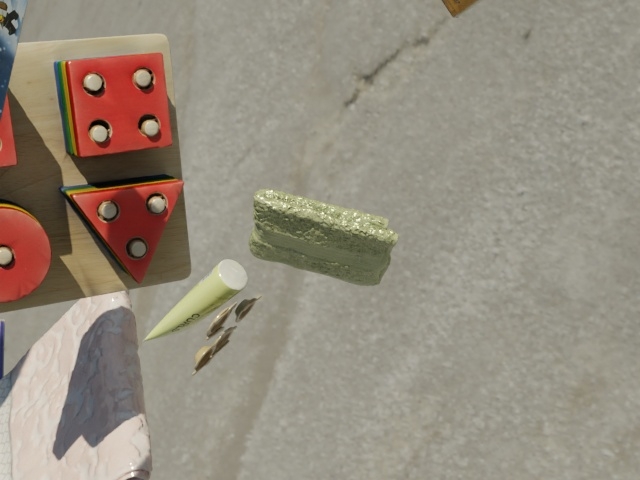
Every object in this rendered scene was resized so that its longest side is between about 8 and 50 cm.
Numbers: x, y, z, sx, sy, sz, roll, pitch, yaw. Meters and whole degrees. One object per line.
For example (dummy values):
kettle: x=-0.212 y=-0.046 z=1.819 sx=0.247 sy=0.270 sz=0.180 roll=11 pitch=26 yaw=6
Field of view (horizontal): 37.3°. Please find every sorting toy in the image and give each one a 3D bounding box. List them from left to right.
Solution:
sorting toy: x=-0.248 y=-0.059 z=0.901 sx=0.089 sy=0.257 sz=0.255 roll=22 pitch=118 yaw=61

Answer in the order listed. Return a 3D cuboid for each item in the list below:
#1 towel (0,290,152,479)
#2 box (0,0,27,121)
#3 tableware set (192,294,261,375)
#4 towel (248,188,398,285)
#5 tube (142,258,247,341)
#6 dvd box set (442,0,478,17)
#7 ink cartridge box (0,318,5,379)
towel: x=-0.336 y=0.241 z=1.181 sx=0.317 sy=0.053 sz=0.331 roll=-41 pitch=40 yaw=18
box: x=-0.223 y=-0.177 z=0.537 sx=0.159 sy=0.044 sz=0.233 roll=8 pitch=85 yaw=35
tableware set: x=-0.171 y=0.163 z=1.669 sx=0.141 sy=0.020 sz=0.168 roll=-35 pitch=-21 yaw=-57
towel: x=0.000 y=0.000 z=0.955 sx=0.110 sy=0.148 sz=0.027 roll=102 pitch=-174 yaw=-55
tube: x=-0.218 y=0.118 z=1.678 sx=0.240 sy=0.070 sz=0.062 roll=-39 pitch=31 yaw=37
dvd box set: x=0.383 y=-0.502 z=1.426 sx=0.308 sy=0.062 sz=0.420 roll=-37 pitch=5 yaw=-18
ink cartridge box: x=-0.700 y=0.147 z=1.633 sx=0.065 sy=0.333 sz=0.165 roll=-82 pitch=7 yaw=-56
